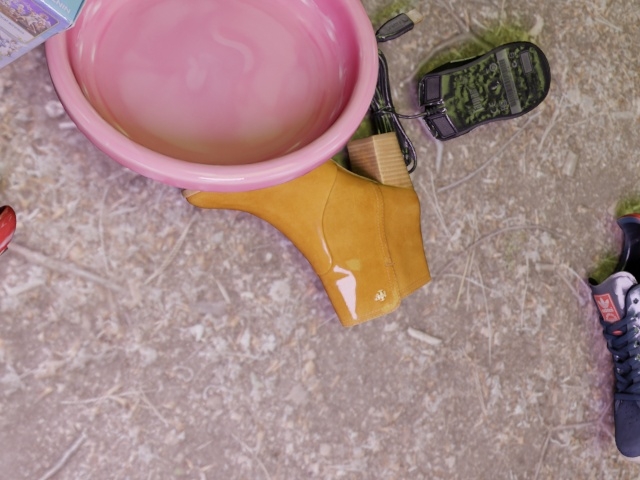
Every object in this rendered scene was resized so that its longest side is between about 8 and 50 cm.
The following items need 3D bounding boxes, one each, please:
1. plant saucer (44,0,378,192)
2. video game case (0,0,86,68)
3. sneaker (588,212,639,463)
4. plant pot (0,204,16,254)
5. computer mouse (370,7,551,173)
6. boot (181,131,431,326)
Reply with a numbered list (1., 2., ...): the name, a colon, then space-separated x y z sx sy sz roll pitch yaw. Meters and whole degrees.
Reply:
1. plant saucer: -0.110 -0.187 0.889 0.332 0.084 0.332 5 63 -9
2. video game case: -0.364 -0.238 0.696 0.269 0.244 0.061 38 54 -36
3. sneaker: 0.434 0.125 1.192 0.148 0.131 0.349 20 73 -18
4. plant pot: -0.379 -0.024 0.744 0.191 0.191 0.174 -43 109 -22
5. computer mouse: 0.161 -0.215 1.099 0.262 0.060 0.184 -28 105 -13
6. boot: 0.000 0.000 0.982 0.295 0.104 0.211 -15 95 -30
